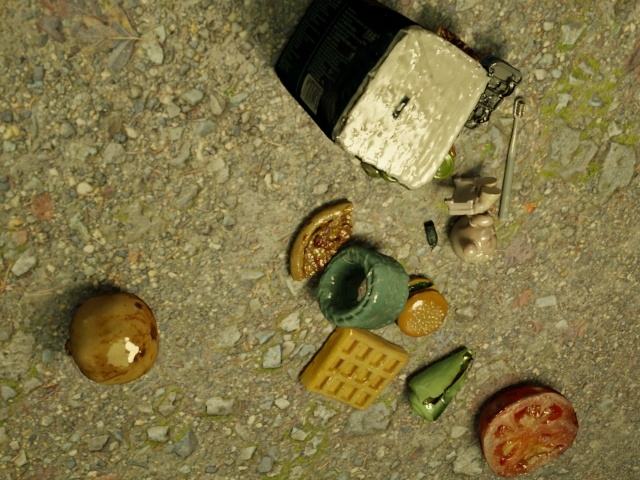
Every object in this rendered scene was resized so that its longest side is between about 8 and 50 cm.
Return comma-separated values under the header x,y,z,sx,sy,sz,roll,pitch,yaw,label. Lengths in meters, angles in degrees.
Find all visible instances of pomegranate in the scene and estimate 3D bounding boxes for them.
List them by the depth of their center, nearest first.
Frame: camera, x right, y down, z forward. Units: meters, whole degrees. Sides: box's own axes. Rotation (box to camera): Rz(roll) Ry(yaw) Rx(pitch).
x,y,z,sx,sy,sz,roll,pitch,yaw,label
-0.484,0.229,1.730,0.215,0.215,0.215,-9,122,-14,pomegranate

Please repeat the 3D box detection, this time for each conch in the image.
x,y,z,sx,sy,sz,roll,pitch,yaw,label
0.358,0.417,2.161,0.250,0.137,0.143,-39,143,10,conch

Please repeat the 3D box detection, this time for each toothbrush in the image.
x,y,z,sx,sy,sz,roll,pitch,yaw,label
0.491,-0.199,1.910,0.025,0.030,0.343,-6,123,-11,toothbrush

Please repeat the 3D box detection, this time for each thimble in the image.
x,y,z,sx,sy,sz,roll,pitch,yaw,label
0.102,0.122,1.863,0.235,0.199,0.143,-20,155,41,thimble

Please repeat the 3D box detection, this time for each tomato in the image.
x,y,z,sx,sy,sz,roll,pitch,yaw,label
0.635,0.573,2.356,0.338,0.144,0.339,-6,118,-12,tomato

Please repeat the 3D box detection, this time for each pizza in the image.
x,y,z,sx,sy,sz,roll,pitch,yaw,label
0.001,0.002,1.841,0.246,0.058,0.127,-42,125,11,pizza

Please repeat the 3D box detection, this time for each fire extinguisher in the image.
x,y,z,sx,sy,sz,roll,pitch,yaw,label
0.295,-0.012,1.957,0.038,0.025,0.083,-35,128,-25,fire extinguisher

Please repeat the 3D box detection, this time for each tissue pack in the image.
x,y,z,sx,sy,sz,roll,pitch,yaw,label
0.101,-0.322,1.473,0.253,0.416,0.264,23,108,-32,tissue pack

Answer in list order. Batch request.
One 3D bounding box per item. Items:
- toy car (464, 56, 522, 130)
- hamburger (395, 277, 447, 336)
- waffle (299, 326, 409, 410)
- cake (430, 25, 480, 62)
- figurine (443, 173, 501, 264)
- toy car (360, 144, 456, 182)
x,y,z,sx,sy,sz,roll,pitch,yaw,label
0.372,-0.354,1.743,0.097,0.100,0.191,19,131,-28,toy car
0.262,0.183,2.006,0.161,0.115,0.162,-10,124,-15,hamburger
0.098,0.357,2.089,0.247,0.055,0.221,28,108,-30,waffle
0.215,-0.352,1.625,0.135,0.112,0.246,46,76,-15,cake
0.387,-0.033,1.901,0.144,0.182,0.257,-9,125,4,figurine
0.200,-0.250,1.732,0.235,0.145,0.235,-3,100,-16,toy car
